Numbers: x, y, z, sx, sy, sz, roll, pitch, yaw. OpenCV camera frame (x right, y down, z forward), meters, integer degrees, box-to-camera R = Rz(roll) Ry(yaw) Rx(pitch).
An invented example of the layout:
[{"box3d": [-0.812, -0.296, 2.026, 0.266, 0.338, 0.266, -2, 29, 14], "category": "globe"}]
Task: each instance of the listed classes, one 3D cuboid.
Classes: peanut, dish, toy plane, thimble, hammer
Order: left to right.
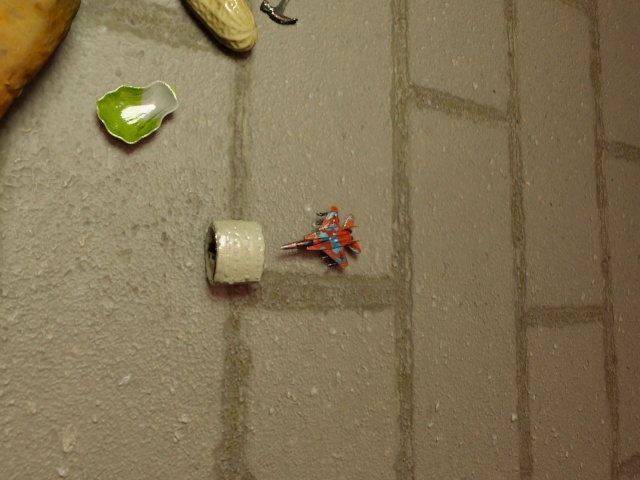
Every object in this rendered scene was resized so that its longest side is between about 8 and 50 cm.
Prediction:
[{"box3d": [-0.308, -0.220, 0.789, 0.137, 0.039, 0.091, -40, 99, -27], "category": "dish"}, {"box3d": [-0.191, -0.434, 0.845, 0.083, 0.093, 0.194, -46, 109, -10], "category": "peanut"}, {"box3d": [-0.154, 0.021, 0.814, 0.090, 0.102, 0.115, 0, 78, -28], "category": "thimble"}, {"box3d": [-0.052, -0.539, 0.970, 0.078, 0.021, 0.201, 31, 72, -23], "category": "hammer"}, {"box3d": [-0.001, 0.000, 0.926, 0.189, 0.061, 0.130, -11, 91, -25], "category": "toy plane"}]

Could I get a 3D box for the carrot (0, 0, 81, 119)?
[{"box3d": [-0.468, -0.300, 0.604, 0.224, 0.224, 0.340, 24, 78, -25], "category": "carrot"}]
